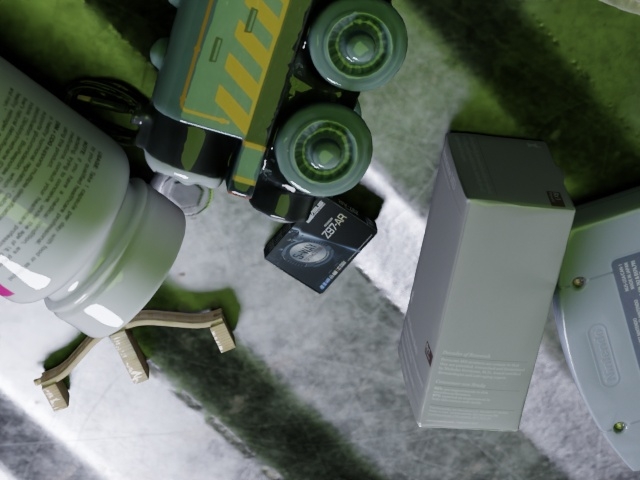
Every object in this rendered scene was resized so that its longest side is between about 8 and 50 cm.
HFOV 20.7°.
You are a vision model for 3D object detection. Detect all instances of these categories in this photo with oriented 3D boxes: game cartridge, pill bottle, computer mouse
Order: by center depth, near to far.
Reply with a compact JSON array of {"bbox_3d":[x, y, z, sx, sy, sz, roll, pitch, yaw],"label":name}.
[{"bbox_3d":[-0.258,-0.050,1.424,0.283,0.160,0.160,37,111,-24],"label":"pill bottle"},{"bbox_3d":[-0.097,-0.098,1.482,0.242,0.041,0.071,6,121,-8],"label":"computer mouse"},{"bbox_3d":[0.320,0.075,1.623,0.196,0.060,0.294,-19,121,2],"label":"game cartridge"}]

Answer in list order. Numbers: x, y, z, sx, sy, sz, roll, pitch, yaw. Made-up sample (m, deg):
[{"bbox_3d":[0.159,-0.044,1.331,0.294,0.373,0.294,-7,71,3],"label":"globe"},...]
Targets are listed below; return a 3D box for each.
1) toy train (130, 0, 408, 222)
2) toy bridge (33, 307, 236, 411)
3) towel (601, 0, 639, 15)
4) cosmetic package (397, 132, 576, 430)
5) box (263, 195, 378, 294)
[{"bbox_3d":[-0.028,-0.181,1.373,0.190,0.142,0.334,16,108,-9],"label":"toy train"},{"bbox_3d":[-0.176,0.100,1.600,0.188,0.026,0.063,-19,118,6],"label":"toy bridge"},{"bbox_3d":[0.277,-0.315,1.389,0.187,0.049,0.282,17,117,-17],"label":"towel"},{"bbox_3d":[0.142,0.037,1.539,0.107,0.127,0.238,3,119,-8],"label":"cosmetic package"},{"bbox_3d":[0.000,0.000,1.563,0.067,0.018,0.083,34,112,-23],"label":"box"}]
